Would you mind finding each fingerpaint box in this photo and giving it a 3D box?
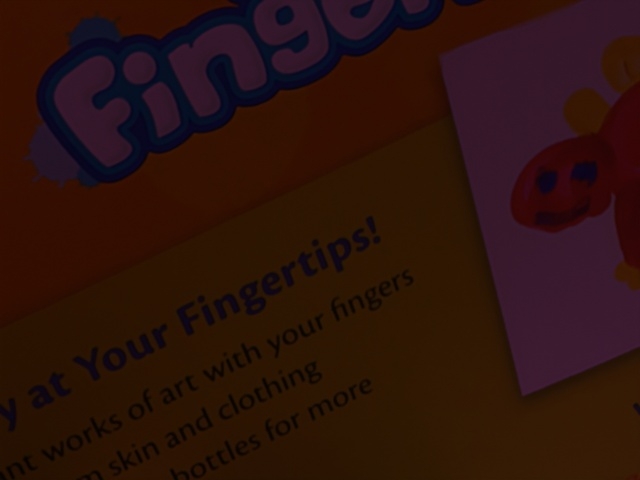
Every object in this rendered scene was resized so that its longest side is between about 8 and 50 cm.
[{"bbox_3d":[0.000,0.000,0.574,0.371,0.444,0.163,68,-10,-26],"label":"fingerpaint box"}]
